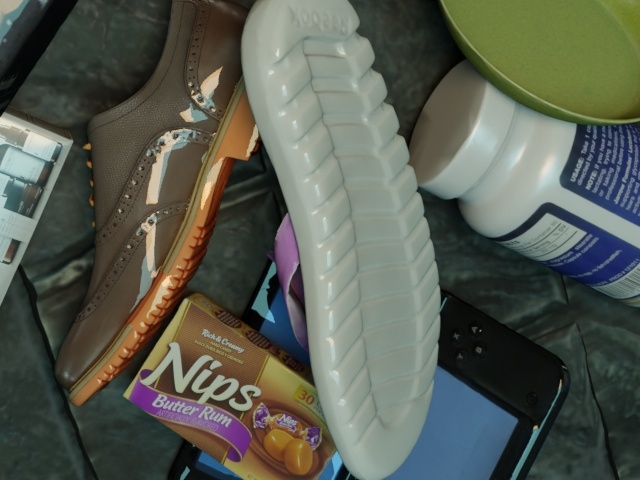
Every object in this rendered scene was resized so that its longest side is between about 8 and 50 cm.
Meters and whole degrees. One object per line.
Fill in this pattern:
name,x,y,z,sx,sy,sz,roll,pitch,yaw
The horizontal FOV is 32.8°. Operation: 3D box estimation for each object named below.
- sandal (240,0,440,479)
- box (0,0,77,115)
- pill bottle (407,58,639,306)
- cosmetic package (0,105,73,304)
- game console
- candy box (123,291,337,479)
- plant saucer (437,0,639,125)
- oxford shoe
sandal,0.009,-0.005,0.894,0.169,0.102,0.416,-28,113,-47
box,-0.434,-0.167,0.665,0.480,0.297,0.471,33,91,-15
pill bottle,0.220,-0.053,0.988,0.265,0.153,0.153,25,97,-20
cosmetic package,-0.300,0.001,0.907,0.099,0.060,0.239,23,97,-19
game console,0.038,0.179,0.996,0.173,0.250,0.293,17,101,-46
candy box,-0.068,0.143,0.973,0.187,0.053,0.109,34,98,3
plant saucer,0.199,-0.185,0.940,0.241,0.241,0.037,11,142,-18
oxford shoe,-0.149,-0.036,0.922,0.133,0.130,0.363,28,89,-3
